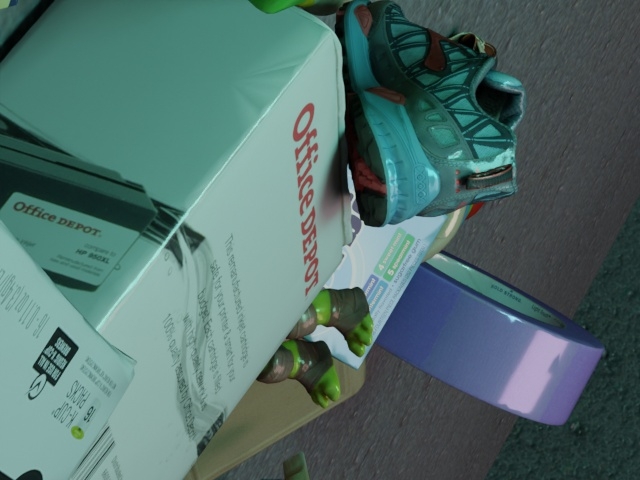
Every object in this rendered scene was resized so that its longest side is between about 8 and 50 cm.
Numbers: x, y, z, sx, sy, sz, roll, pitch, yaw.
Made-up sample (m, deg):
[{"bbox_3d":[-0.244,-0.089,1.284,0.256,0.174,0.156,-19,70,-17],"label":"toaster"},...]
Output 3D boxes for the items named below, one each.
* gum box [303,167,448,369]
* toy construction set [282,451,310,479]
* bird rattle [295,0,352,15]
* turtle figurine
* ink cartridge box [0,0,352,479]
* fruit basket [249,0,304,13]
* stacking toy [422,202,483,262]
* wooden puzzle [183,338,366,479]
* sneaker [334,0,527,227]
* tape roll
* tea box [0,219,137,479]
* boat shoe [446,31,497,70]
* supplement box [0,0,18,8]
[{"bbox_3d":[0.000,0.000,1.512,0.184,0.041,0.157,34,85,-36],"label":"gum box"},{"bbox_3d":[-0.076,0.310,1.733,0.309,0.257,0.237,-53,-145,36],"label":"toy construction set"},{"bbox_3d":[0.042,-0.261,1.330,0.207,0.143,0.253,-54,179,19],"label":"bird rattle"},{"bbox_3d":[-0.081,0.085,1.430,0.217,0.087,0.269,6,119,-31],"label":"turtle figurine"},{"bbox_3d":[-0.155,0.052,1.105,0.395,0.166,0.285,-53,162,-24],"label":"ink cartridge box"},{"bbox_3d":[0.062,-0.344,0.987,0.392,0.283,0.392,-44,172,-8],"label":"fruit basket"},{"bbox_3d":[0.096,-0.056,1.754,0.141,0.141,0.330,-64,170,11],"label":"stacking toy"},{"bbox_3d":[-0.057,0.135,1.650,0.239,0.044,0.221,-35,156,-15],"label":"wooden puzzle"},{"bbox_3d":[0.076,-0.088,1.243,0.262,0.125,0.104,-99,-174,-57],"label":"sneaker"},{"bbox_3d":[0.143,0.081,1.820,0.090,0.275,0.275,-63,163,6],"label":"tape roll"},{"bbox_3d":[-0.278,0.091,0.726,0.323,0.220,0.329,-57,163,-11],"label":"tea box"},{"bbox_3d":[0.142,-0.184,1.787,0.137,0.049,0.043,-21,135,-57],"label":"boat shoe"},{"bbox_3d":[-0.183,-0.156,0.881,0.083,0.056,0.083,-30,145,-59],"label":"supplement box"}]
